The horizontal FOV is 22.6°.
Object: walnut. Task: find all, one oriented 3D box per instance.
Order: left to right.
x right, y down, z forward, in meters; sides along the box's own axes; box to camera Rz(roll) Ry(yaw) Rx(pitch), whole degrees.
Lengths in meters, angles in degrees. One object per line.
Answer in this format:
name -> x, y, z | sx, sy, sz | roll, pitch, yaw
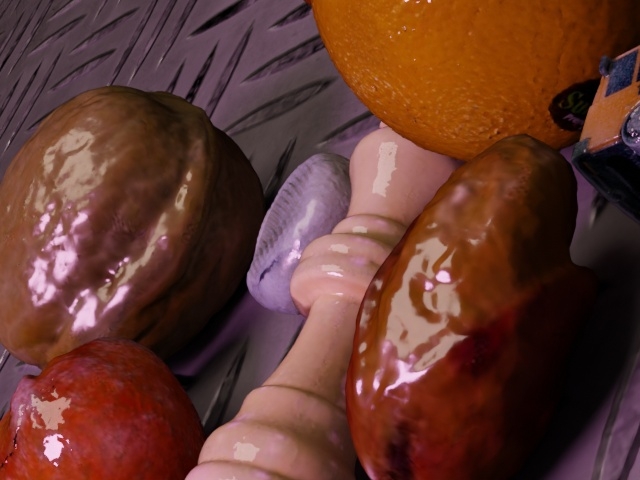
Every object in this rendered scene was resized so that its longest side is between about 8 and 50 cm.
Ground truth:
walnut -> -0.184, -0.005, 1.435 | 0.283, 0.227, 0.283 | -32, 43, 35

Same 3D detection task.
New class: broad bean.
broad bean -> 0.097, 0.049, 0.949 | 0.122, 0.156, 0.228 | 21, 79, 33

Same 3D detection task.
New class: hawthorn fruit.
hawthorn fruit -> -0.169, 0.167, 1.260 | 0.173, 0.173, 0.173 | -42, 26, 26

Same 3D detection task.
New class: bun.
bun -> 0.000, 0.000, 1.267 | 0.141, 0.083, 0.141 | -56, 13, 20

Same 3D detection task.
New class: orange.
orange -> 0.119, -0.187, 1.074 | 0.274, 0.274, 0.274 | -42, 26, 26

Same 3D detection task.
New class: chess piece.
chess piece -> 0.030, 0.035, 1.134 | 0.117, 0.117, 0.397 | -21, 37, 51

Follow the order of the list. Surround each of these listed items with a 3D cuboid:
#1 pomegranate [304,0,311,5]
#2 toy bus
pomegranate -> 0.080, -0.292, 1.321 | 0.264, 0.264, 0.264 | -42, 26, 26
toy bus -> 0.241, -0.083, 0.917 | 0.182, 0.091, 0.103 | -26, 36, 46
